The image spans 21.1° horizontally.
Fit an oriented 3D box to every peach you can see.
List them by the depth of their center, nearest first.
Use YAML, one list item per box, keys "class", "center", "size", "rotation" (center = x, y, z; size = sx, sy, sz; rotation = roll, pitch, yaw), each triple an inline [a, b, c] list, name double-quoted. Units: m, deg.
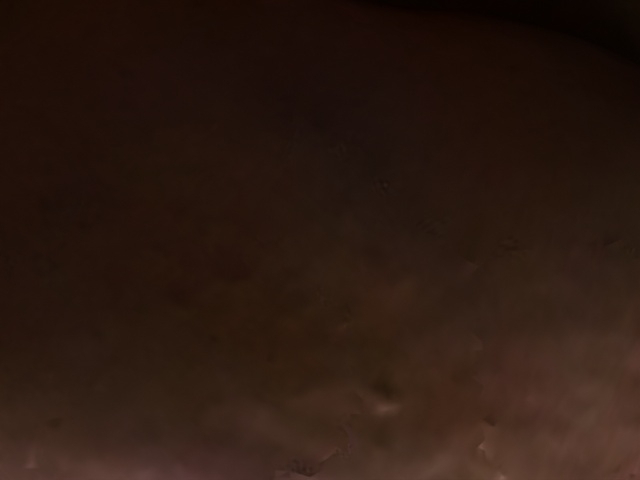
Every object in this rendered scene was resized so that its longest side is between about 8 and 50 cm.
- class: "peach"
  center: [-0.017, -0.003, 0.452]
  size: [0.292, 0.292, 0.247]
  rotation: [-14, 158, -50]
